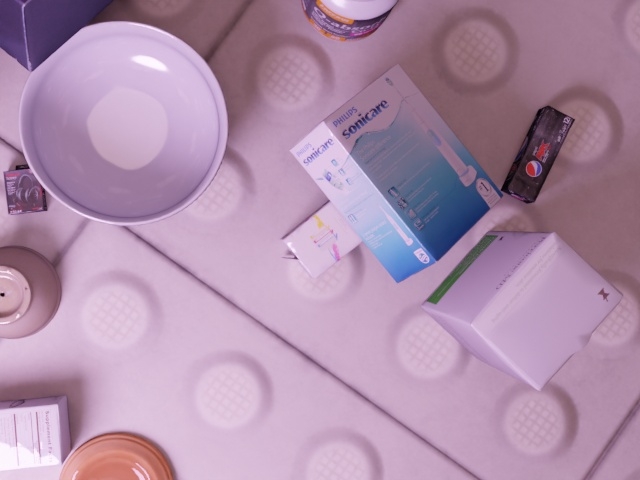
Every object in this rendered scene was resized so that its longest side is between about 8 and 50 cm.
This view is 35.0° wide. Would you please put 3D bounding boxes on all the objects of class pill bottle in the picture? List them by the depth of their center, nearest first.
[{"bbox_3d":[0.055,-0.431,1.674,0.162,0.278,0.162,0,89,-5],"label":"pill bottle"}]

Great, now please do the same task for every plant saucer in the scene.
[{"bbox_3d":[-0.353,0.433,1.748,0.200,0.037,0.199,0,90,-6],"label":"plant saucer"}]

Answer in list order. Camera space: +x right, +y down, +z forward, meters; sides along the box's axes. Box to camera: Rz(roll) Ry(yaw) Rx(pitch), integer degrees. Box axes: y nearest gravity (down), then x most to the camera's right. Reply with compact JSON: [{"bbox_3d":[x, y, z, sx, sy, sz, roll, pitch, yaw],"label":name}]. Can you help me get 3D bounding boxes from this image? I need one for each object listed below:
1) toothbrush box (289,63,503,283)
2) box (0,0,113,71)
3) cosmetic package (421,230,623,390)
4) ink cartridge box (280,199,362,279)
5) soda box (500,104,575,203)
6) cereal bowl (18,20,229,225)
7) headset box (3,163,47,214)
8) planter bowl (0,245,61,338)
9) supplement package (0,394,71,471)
[{"bbox_3d":[0.130,-0.114,1.713,0.295,0.126,0.216,51,55,-4],"label":"toothbrush box"},{"bbox_3d":[-0.464,-0.479,1.582,0.294,0.182,0.296,37,63,5],"label":"box"},{"bbox_3d":[0.313,0.101,1.651,0.155,0.365,0.197,43,85,-4],"label":"cosmetic package"},{"bbox_3d":[0.000,0.000,1.759,0.143,0.092,0.090,-39,93,-4],"label":"ink cartridge box"},{"bbox_3d":[0.387,-0.153,1.816,0.060,0.053,0.168,26,87,-4],"label":"soda box"},{"bbox_3d":[-0.323,-0.190,1.704,0.339,0.141,0.338,0,90,-6],"label":"cereal bowl"},{"bbox_3d":[-0.506,-0.088,1.740,0.062,0.032,0.083,-6,92,-5],"label":"headset box"},{"bbox_3d":[-0.524,0.088,1.698,0.162,0.109,0.162,0,89,-5],"label":"planter bowl"},{"bbox_3d":[-0.517,0.324,1.698,0.179,0.105,0.105,-5,90,-6],"label":"supplement package"}]
